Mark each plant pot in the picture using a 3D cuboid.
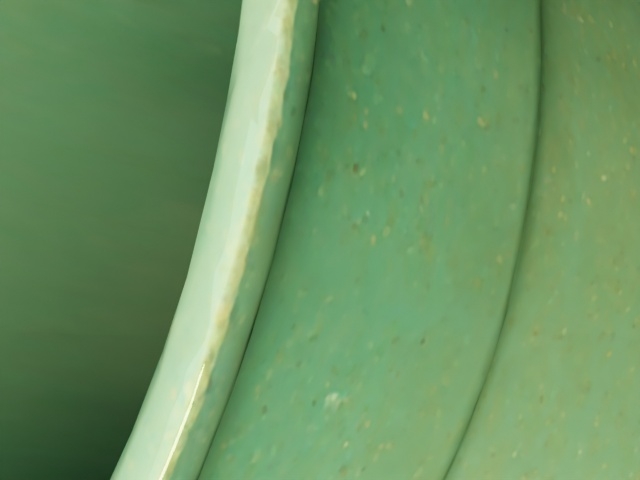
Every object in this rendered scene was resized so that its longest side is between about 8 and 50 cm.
[{"bbox_3d":[0.000,0.000,0.534,0.341,0.334,0.341,-15,69,45],"label":"plant pot"}]
